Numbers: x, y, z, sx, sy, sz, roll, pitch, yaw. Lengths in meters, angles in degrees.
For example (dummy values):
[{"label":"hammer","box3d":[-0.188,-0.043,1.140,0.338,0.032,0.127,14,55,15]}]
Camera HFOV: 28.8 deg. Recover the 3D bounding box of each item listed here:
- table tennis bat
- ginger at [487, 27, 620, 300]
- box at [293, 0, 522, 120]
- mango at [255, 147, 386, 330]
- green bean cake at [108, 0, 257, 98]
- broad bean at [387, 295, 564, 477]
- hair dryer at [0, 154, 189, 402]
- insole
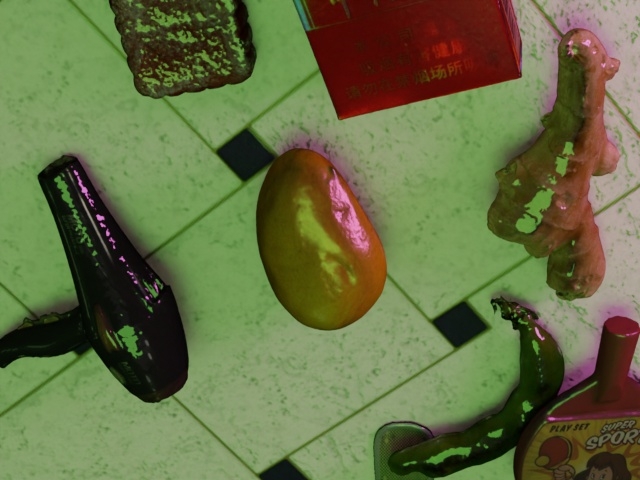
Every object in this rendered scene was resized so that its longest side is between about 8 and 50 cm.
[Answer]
[{"label":"table tennis bat","box3d":[0.337,0.225,1.516,0.200,0.038,0.310,-3,124,-11]},{"label":"ginger","box3d":[0.261,-0.076,1.345,0.148,0.081,0.333,4,121,-2]},{"label":"box","box3d":[0.064,-0.285,1.214,0.197,0.089,0.313,-11,124,19]},{"label":"mango","box3d":[0.000,0.000,1.399,0.147,0.109,0.227,8,123,28]},{"label":"green bean cake","box3d":[-0.143,-0.225,1.312,0.135,0.056,0.135,-8,118,11]},{"label":"broad bean","box3d":[0.206,0.202,1.529,0.144,0.049,0.292,27,116,-8]},{"label":"hair dryer","box3d":[-0.345,0.084,1.496,0.359,0.120,0.303,-20,107,25]},{"label":"insole","box3d":[0.116,0.369,1.654,0.109,0.007,0.322,-1,120,5]}]
